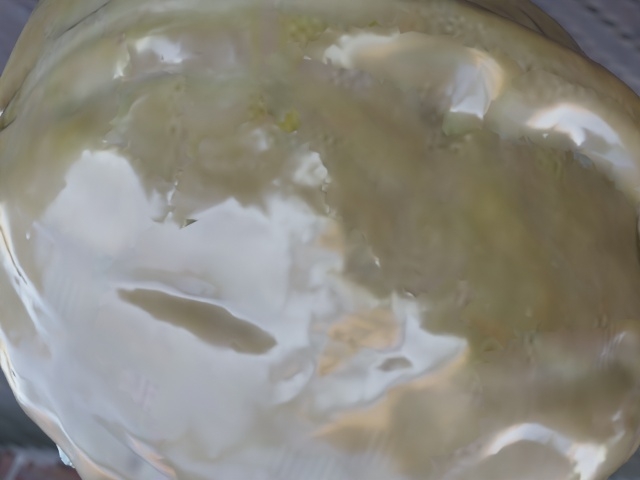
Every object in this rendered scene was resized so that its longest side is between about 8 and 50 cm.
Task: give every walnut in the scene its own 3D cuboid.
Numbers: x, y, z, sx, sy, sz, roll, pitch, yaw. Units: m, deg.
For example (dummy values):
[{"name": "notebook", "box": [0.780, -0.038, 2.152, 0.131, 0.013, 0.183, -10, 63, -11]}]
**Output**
[{"name": "walnut", "box": [0.000, 0.000, 1.031, 0.381, 0.381, 0.381, 21, 159, 9]}]

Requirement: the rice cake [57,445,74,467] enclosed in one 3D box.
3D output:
[{"name": "rice cake", "box": [-0.161, 0.121, 1.659, 0.042, 0.045, 0.245, -5, 152, -37]}]
